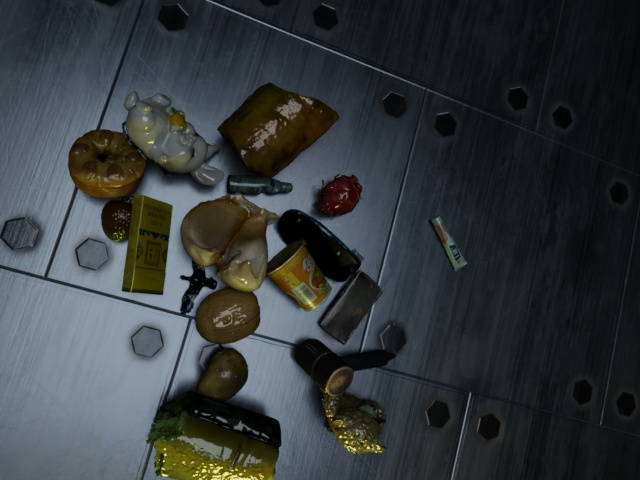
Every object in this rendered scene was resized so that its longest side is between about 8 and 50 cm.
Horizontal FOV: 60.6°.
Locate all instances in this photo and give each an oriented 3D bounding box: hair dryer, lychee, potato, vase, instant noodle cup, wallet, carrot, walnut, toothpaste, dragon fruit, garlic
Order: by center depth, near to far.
[{"bbox_3d":[-0.583,-0.068,1.605,0.114,0.114,0.146,19,88,-14],"label":"lychee"},{"bbox_3d":[-0.260,0.010,1.620,0.286,0.249,0.313,45,37,-30],"label":"garlic"},{"bbox_3d":[-0.289,0.410,1.641,0.137,0.137,0.176,26,80,-12],"label":"potato"},{"bbox_3d":[-0.277,0.226,1.644,0.197,0.165,0.165,-18,90,-8],"label":"walnut"},{"bbox_3d":[-0.143,-0.350,1.689,0.340,0.241,0.241,-44,98,-14],"label":"carrot"},{"bbox_3d":[-0.062,0.118,1.723,0.168,0.168,0.185,-43,106,-15],"label":"instant noodle cup"},{"bbox_3d":[-0.192,-0.176,1.754,0.211,0.060,0.060,2,85,-17],"label":"vase"},{"bbox_3d":[0.104,0.386,1.767,0.352,0.189,0.107,1,111,-38],"label":"hair dryer"},{"bbox_3d":[0.062,-0.140,1.793,0.136,0.133,0.166,34,71,33],"label":"dragon fruit"},{"bbox_3d":[0.102,0.220,1.818,0.122,0.031,0.232,41,78,-13],"label":"wallet"},{"bbox_3d":[0.453,0.008,1.936,0.056,0.036,0.205,-31,98,-15],"label":"toothpaste"}]

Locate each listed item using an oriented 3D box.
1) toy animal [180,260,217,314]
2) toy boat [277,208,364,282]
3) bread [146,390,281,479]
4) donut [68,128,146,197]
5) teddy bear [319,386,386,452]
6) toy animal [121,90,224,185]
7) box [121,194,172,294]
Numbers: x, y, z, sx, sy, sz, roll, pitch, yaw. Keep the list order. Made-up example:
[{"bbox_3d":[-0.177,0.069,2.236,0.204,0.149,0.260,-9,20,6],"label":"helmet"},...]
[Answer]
[{"bbox_3d":[-0.376,0.124,1.682,0.108,0.062,0.220,9,83,5],"label":"toy animal"},{"bbox_3d":[0.000,0.000,1.780,0.299,0.134,0.092,41,39,-7],"label":"toy boat"},{"bbox_3d":[-0.293,0.591,1.559,0.376,0.208,0.251,21,124,-15],"label":"bread"},{"bbox_3d":[-0.610,-0.222,1.577,0.226,0.114,0.227,9,52,-12],"label":"donut"},{"bbox_3d":[0.099,0.549,1.675,0.267,0.256,0.156,32,82,-10],"label":"teddy bear"},{"bbox_3d":[-0.427,-0.291,1.601,0.325,0.154,0.208,33,35,-48],"label":"toy animal"},{"bbox_3d":[-0.504,0.016,1.605,0.041,0.153,0.279,2,83,18],"label":"box"}]
